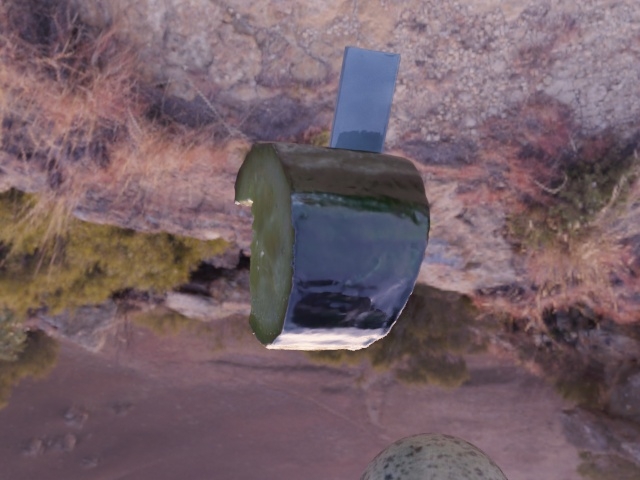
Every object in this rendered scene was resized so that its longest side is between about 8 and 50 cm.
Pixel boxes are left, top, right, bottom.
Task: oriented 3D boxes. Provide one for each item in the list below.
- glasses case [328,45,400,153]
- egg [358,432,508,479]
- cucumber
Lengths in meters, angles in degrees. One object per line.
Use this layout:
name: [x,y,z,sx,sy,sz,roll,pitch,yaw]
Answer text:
glasses case: [0.027,-0.079,0.729,0.056,0.266,0.105,7,-167,-13]
egg: [0.085,0.222,0.490,0.132,0.132,0.172,-2,-170,16]
cucumber: [0.004,0.002,0.574,0.130,0.191,0.191,2,153,-21]
